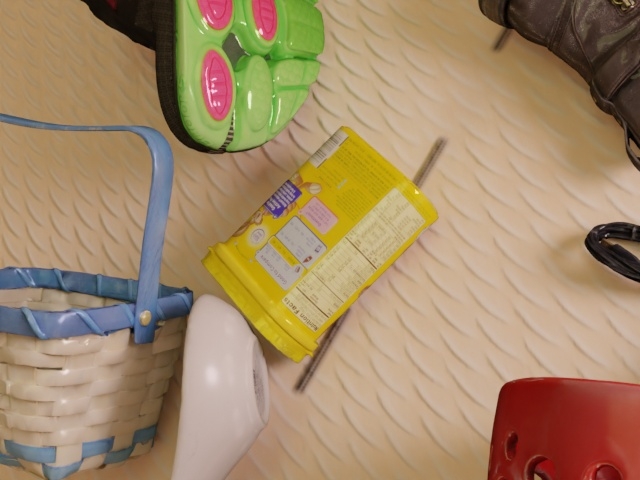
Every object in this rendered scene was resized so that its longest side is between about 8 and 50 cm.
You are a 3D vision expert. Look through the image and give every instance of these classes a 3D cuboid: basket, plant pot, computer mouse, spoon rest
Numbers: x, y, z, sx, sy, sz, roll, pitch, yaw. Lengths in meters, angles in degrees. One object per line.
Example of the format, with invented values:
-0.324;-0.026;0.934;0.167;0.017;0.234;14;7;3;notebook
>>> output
-0.240;0.038;0.881;0.254;0.201;0.289;10;103;32;basket
0.185;0.181;0.605;0.191;0.191;0.174;6;75;31;plant pot
0.272;0.061;0.711;0.071;0.041;0.242;-29;45;-12;computer mouse
-0.080;0.176;0.797;0.084;0.137;0.276;-8;69;6;spoon rest

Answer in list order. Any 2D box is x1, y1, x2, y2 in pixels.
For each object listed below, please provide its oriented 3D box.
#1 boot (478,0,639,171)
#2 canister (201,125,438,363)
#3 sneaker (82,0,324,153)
0.277;-0.202;0.819;0.263;0.091;0.229;-47;59;5;boot
0.000;0.000;0.868;0.170;0.073;0.126;-45;53;1;canister
-0.137;-0.257;1.037;0.202;0.185;0.483;-39;48;29;sneaker
